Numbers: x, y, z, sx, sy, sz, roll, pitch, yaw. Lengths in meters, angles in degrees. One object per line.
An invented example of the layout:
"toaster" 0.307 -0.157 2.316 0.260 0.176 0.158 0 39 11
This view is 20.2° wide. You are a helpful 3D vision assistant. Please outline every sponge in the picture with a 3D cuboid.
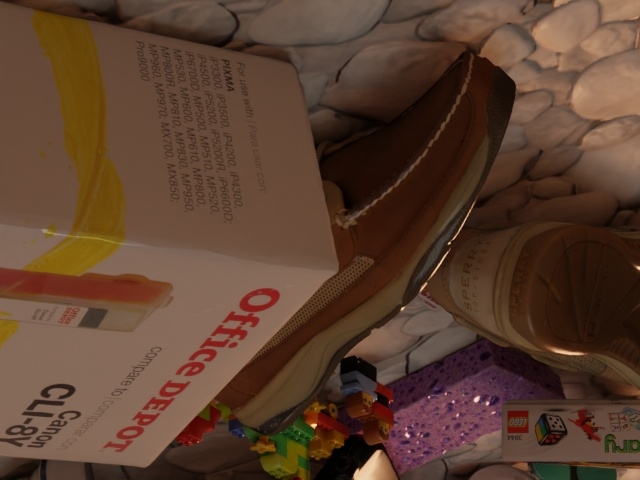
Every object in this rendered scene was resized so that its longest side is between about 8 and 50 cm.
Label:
"sponge" 0.095 0.153 1.564 0.210 0.031 0.117 -29 145 27

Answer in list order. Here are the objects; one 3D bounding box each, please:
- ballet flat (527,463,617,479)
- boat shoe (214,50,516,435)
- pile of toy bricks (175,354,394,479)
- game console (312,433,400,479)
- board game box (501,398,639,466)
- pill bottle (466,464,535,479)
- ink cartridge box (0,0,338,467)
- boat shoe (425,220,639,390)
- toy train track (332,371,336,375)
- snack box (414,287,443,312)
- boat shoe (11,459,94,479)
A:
"ballet flat" 0.235 0.226 1.735 0.114 0.041 0.041 12 142 -34
"boat shoe" 0.000 0.000 1.177 0.120 0.122 0.324 33 122 -10
"pile of toy bricks" -0.027 0.146 1.408 0.118 0.105 0.212 -19 147 30
"game console" -0.032 0.389 1.587 0.386 0.060 0.342 -53 154 -19
"board game box" 0.291 0.165 1.502 0.193 0.053 0.305 -3 171 25
"pill bottle" 0.154 0.296 1.768 0.094 0.094 0.169 1 148 -21
"ink cartridge box" -0.223 -0.001 1.056 0.385 0.160 0.279 8 145 -31
"boat shoe" 0.200 0.039 1.347 0.110 0.121 0.341 11 175 37
"toy train track" -0.020 0.103 1.455 0.083 0.014 0.048 -26 142 38
"snack box" 0.066 0.005 1.309 0.064 0.022 0.178 -25 148 24
"boat shoe" -0.277 0.277 1.567 0.157 0.135 0.367 -2 159 -11
